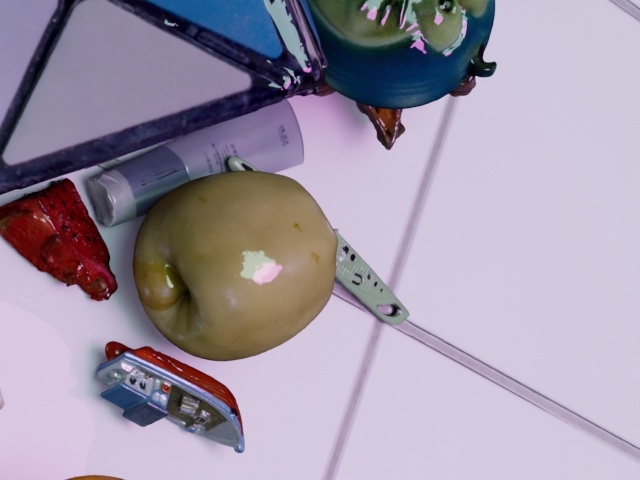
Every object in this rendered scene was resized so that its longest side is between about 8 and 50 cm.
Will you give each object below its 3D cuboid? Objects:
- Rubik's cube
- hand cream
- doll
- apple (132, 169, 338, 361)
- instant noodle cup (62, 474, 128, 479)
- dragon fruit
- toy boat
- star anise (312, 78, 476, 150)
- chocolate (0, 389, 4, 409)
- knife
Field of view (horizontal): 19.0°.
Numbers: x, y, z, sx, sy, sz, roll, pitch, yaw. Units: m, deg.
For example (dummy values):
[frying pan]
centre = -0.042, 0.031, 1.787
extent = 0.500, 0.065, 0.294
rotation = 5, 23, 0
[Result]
[Rubik's cube]
centre = -0.180, -0.231, 1.677
extent = 0.310, 0.307, 0.305
rotation = -18, 95, 6
[hand cream]
centre = -0.119, -0.079, 1.921
extent = 0.255, 0.048, 0.079
rotation = -24, 102, -37
[doll]
centre = 0.043, -0.251, 1.899
extent = 0.322, 0.186, 0.198
rotation = 39, 64, 21
[apple]
centre = -0.081, 0.023, 1.847
extent = 0.200, 0.200, 0.200
rotation = 5, 81, -33
[instant noodle cup]
centre = -0.239, 0.319, 1.707
extent = 0.216, 0.172, 0.215
rotation = 6, 80, -33
[dragon fruit]
centre = -0.238, 0.005, 1.817
extent = 0.097, 0.063, 0.131
rotation = -35, 103, -32
[toy boat]
centre = -0.141, 0.158, 1.857
extent = 0.173, 0.069, 0.058
rotation = 30, 53, -27
[star anise]
centre = 0.075, -0.224, 2.032
extent = 0.214, 0.099, 0.220
rotation = 39, 81, -2
[chocolate]
centre = -0.443, 0.077, 1.624
extent = 0.301, 0.137, 0.288
rotation = -24, 97, -34
[knife]
centre = 0.001, 0.000, 1.983
extent = 0.293, 0.020, 0.043
rotation = 45, 63, -32
